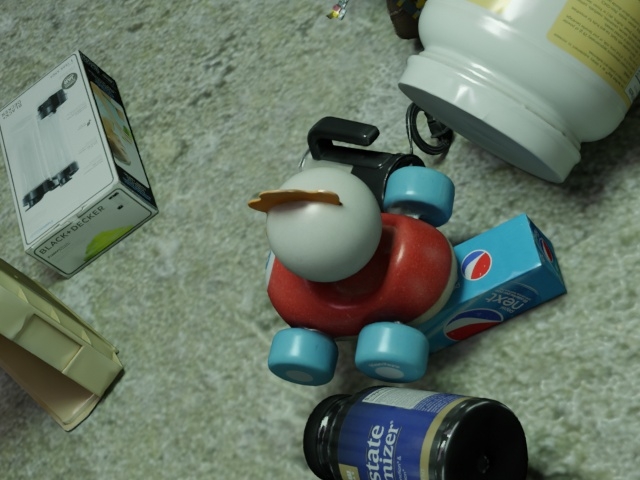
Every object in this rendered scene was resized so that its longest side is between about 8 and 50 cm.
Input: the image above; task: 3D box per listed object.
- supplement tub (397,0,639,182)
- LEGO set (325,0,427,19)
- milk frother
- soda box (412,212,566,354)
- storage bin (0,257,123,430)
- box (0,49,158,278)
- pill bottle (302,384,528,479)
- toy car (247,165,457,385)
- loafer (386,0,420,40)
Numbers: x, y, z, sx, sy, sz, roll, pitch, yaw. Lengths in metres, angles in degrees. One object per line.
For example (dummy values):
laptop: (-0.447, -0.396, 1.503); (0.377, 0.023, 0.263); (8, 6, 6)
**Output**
supplement tub: (0.251, -0.252, 1.409); (0.241, 0.241, 0.331); (32, 91, 44)
LEGO set: (0.053, -0.418, 1.543); (0.255, 0.192, 0.331); (-42, 56, 17)
milk frother: (0.066, -0.096, 1.572); (0.135, 0.129, 0.143); (13, 28, 40)
soda box: (0.145, 0.057, 1.423); (0.210, 0.067, 0.071); (-28, 50, 21)
storage bin: (-0.412, 0.090, 1.677); (0.260, 0.262, 0.123); (32, 82, 44)
box: (-0.343, -0.108, 1.871); (0.169, 0.087, 0.290); (-36, 47, 12)
pill bottle: (0.086, 0.206, 1.323); (0.219, 0.123, 0.123); (-1, 62, 51)
toy car: (0.000, 0.000, 1.353); (0.210, 0.238, 0.219); (-6, 59, 34)
loafer: (0.093, -0.397, 1.700); (0.130, 0.134, 0.366); (-30, 50, 20)
